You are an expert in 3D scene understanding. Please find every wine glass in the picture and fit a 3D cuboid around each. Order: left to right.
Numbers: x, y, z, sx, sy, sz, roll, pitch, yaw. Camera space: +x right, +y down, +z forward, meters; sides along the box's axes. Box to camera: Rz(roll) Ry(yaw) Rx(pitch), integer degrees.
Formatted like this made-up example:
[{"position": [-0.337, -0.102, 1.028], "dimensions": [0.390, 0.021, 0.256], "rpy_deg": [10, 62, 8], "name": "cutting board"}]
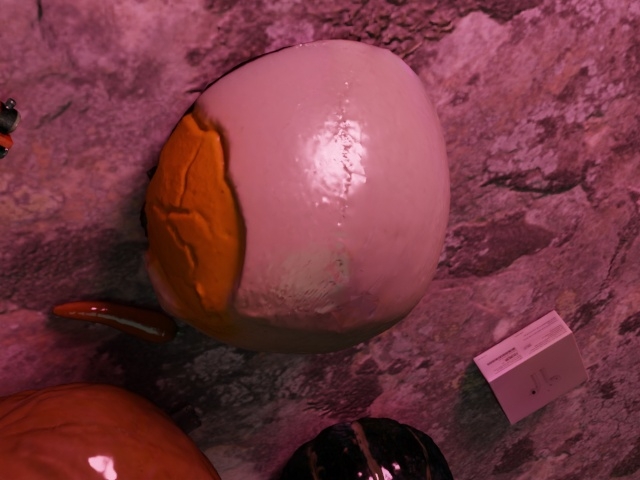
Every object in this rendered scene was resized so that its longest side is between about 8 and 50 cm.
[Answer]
[{"position": [-0.183, 0.232, 1.043], "dimensions": [0.083, 0.039, 0.042], "rpy_deg": [-31, 93, -1], "name": "wine glass"}]

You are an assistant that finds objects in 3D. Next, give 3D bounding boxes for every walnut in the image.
[{"position": [-0.264, 0.327, 0.895], "dimensions": [0.354, 0.308, 0.398], "rpy_deg": [-29, 126, -16], "name": "walnut"}]

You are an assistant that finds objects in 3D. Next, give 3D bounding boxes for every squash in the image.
[{"position": [0.062, 0.353, 1.174], "dimensions": [0.252, 0.165, 0.252], "rpy_deg": [-14, 136, -14], "name": "squash"}]

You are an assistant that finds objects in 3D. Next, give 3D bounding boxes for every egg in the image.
[{"position": [0.000, 0.000, 0.821], "dimensions": [0.336, 0.201, 0.337], "rpy_deg": [-14, 135, -14], "name": "egg"}]

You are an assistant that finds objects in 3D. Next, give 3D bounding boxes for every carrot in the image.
[{"position": [-0.207, 0.082, 0.909], "dimensions": [0.142, 0.035, 0.035], "rpy_deg": [17, 119, -27], "name": "carrot"}]

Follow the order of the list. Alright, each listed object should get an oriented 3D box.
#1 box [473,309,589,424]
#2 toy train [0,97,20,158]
[{"position": [0.294, 0.178, 1.210], "dimensions": [0.130, 0.051, 0.129], "rpy_deg": [-31, 134, 3], "name": "box"}, {"position": [-0.292, -0.105, 0.703], "dimensions": [0.103, 0.044, 0.064], "rpy_deg": [34, 98, -41], "name": "toy train"}]
